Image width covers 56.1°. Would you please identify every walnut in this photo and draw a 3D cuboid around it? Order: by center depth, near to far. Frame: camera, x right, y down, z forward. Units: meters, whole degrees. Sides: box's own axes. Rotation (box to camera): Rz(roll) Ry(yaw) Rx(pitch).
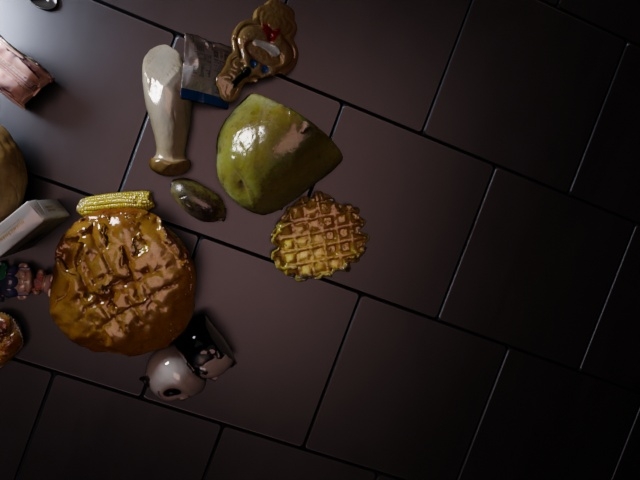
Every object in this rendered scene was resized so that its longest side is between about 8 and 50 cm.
[{"bbox_3d":[-0.889,-0.157,1.495,0.277,0.252,0.313,-14,90,6],"label":"walnut"}]

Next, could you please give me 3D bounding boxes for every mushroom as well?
[{"bbox_3d":[-0.409,-0.347,1.611,0.128,0.128,0.350,0,99,-8],"label":"mushroom"}]

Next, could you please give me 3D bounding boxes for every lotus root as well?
[{"bbox_3d":[-0.337,-0.109,1.658,0.179,0.080,0.089,32,89,-10],"label":"lotus root"}]

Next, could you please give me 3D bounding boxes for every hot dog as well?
[{"bbox_3d":[-0.914,0.302,1.622,0.252,0.069,0.131,-43,100,-1],"label":"hot dog"}]

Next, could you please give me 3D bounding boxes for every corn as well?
[{"bbox_3d":[-0.559,-0.098,1.636,0.206,0.067,0.068,-9,96,-7],"label":"corn"}]

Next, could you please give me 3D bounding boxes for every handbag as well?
[{"bbox_3d":[-0.797,-0.435,1.524,0.205,0.179,0.116,38,82,-10],"label":"handbag"}]

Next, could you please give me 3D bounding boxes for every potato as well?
[{"bbox_3d":[-0.140,-0.211,1.612,0.330,0.213,0.280,36,89,-8],"label":"potato"}]

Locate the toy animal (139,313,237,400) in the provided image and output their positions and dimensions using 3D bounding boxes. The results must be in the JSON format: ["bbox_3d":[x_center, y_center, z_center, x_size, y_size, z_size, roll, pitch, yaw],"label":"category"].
[{"bbox_3d":[-0.364,0.339,1.646,0.235,0.187,0.165,-40,65,-6],"label":"toy animal"}]

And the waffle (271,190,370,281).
[{"bbox_3d":[0.000,0.000,1.724,0.262,0.060,0.281,34,90,-9],"label":"waffle"}]

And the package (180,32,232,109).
[{"bbox_3d":[-0.301,-0.451,1.612,0.171,0.027,0.173,1,98,-53],"label":"package"}]

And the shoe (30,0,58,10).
[{"bbox_3d":[-0.754,-0.690,1.567,0.071,0.049,0.179,-25,98,-4],"label":"shoe"}]

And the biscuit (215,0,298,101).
[{"bbox_3d":[-0.170,-0.510,1.640,0.320,0.047,0.183,-46,106,-12],"label":"biscuit"}]

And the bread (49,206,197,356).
[{"bbox_3d":[-0.507,0.106,1.589,0.397,0.215,0.399,0,94,-7],"label":"bread"}]

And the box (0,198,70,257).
[{"bbox_3d":[-0.745,-0.034,1.532,0.149,0.233,0.067,-42,99,-2],"label":"box"}]

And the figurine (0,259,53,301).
[{"bbox_3d":[-0.785,0.119,1.610,0.194,0.102,0.112,10,81,-12],"label":"figurine"}]
